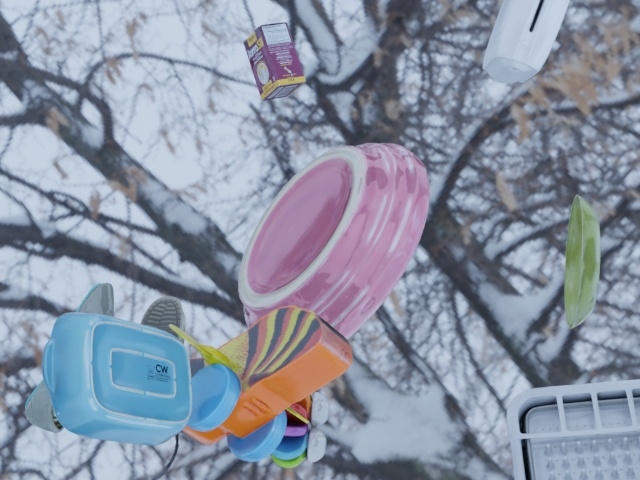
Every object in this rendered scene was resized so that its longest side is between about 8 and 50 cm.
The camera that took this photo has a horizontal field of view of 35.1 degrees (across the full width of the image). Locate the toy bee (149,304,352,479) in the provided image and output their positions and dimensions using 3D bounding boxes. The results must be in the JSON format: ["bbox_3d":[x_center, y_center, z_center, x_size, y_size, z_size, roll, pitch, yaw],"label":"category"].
[{"bbox_3d":[-0.114,0.154,1.067,0.298,0.162,0.195,-25,-52,-3],"label":"toy bee"}]

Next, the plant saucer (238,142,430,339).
[{"bbox_3d":[0.000,0.000,1.332,0.084,0.332,0.332,36,-78,-26],"label":"plant saucer"}]

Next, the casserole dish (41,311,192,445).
[{"bbox_3d":[-0.174,0.125,0.924,0.037,0.114,0.188,-16,-22,26],"label":"casserole dish"}]

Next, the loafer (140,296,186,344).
[{"bbox_3d":[-0.360,0.261,2.286,0.092,0.102,0.268,76,-159,-75],"label":"loafer"}]

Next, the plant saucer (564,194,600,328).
[{"bbox_3d":[0.468,0.039,1.805,0.241,0.037,0.240,4,-90,-82],"label":"plant saucer"}]

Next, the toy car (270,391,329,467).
[{"bbox_3d":[-0.067,0.389,2.142,0.136,0.159,0.182,70,-154,-76],"label":"toy car"}]

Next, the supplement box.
[{"bbox_3d":[-0.059,-0.229,1.293,0.043,0.083,0.055,-14,-8,-30],"label":"supplement box"}]

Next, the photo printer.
[{"bbox_3d":[0.410,-0.442,1.968,0.307,0.107,0.256,-39,-31,-85],"label":"photo printer"}]

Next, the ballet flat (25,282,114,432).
[{"bbox_3d":[-0.319,0.161,1.367,0.213,0.068,0.072,-61,-24,-10],"label":"ballet flat"}]

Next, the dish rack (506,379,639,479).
[{"bbox_3d":[0.445,0.379,1.564,0.286,0.332,0.072,-6,-42,8],"label":"dish rack"}]
